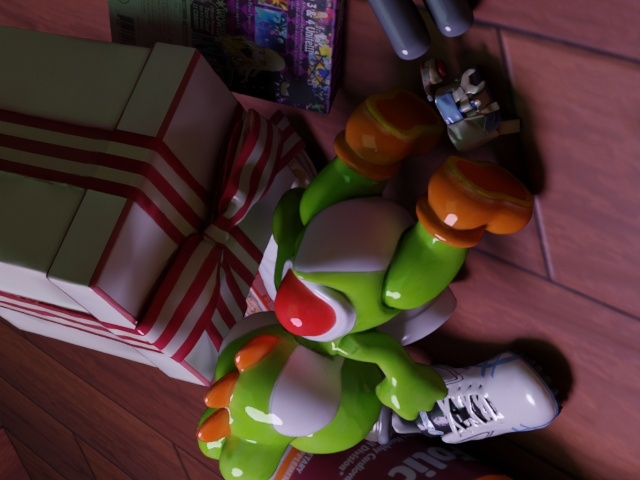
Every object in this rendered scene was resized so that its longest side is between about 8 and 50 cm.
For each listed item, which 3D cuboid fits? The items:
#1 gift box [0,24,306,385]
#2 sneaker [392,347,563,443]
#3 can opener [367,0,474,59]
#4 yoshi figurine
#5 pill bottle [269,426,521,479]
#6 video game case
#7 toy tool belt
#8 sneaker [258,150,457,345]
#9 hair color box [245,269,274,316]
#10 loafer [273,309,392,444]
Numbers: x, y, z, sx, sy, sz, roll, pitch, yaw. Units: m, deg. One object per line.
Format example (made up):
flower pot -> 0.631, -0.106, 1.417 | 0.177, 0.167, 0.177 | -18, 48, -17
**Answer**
gift box -> -0.168, -0.030, 1.281 | 0.258, 0.255, 0.276 | 12, 165, 29
sneaker -> 0.144, 0.157, 1.354 | 0.085, 0.086, 0.237 | 58, 154, -6
can opener -> 0.026, -0.270, 1.057 | 0.280, 0.074, 0.093 | 61, -171, -10
yoshi figurine -> 0.029, 0.058, 1.231 | 0.203, 0.362, 0.203 | 26, -156, -19
pill bottle -> 0.128, 0.326, 1.433 | 0.392, 0.224, 0.224 | 23, 141, 47
video game case -> -0.082, -0.218, 1.212 | 0.210, 0.042, 0.232 | 15, 145, 9
toy tool belt -> 0.118, -0.112, 1.114 | 0.051, 0.052, 0.083 | -21, 112, 25
sneaker -> 0.000, 0.000, 1.378 | 0.292, 0.108, 0.169 | 15, 138, 55
hair color box -> -0.053, 0.080, 1.646 | 0.141, 0.043, 0.072 | 55, 156, -1
loafer -> 0.009, 0.130, 1.448 | 0.251, 0.087, 0.094 | -128, 36, -63
